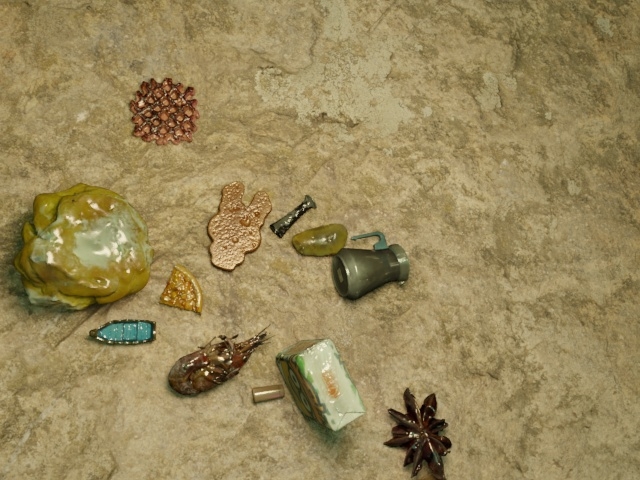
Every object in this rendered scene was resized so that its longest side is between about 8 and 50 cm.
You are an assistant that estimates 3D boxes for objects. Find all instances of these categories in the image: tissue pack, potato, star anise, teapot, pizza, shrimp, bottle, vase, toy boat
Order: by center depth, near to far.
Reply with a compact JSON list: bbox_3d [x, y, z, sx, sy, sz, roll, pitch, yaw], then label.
[{"bbox_3d":[-0.010,0.406,1.444,0.128,0.311,0.227,-26,85,-19],"label":"tissue pack"},{"bbox_3d":[-0.581,0.270,1.483,0.186,0.077,0.075,2,79,-11],"label":"toy boat"},{"bbox_3d":[-0.293,0.345,1.505,0.343,0.116,0.145,-27,99,-15],"label":"shrimp"},{"bbox_3d":[-0.160,0.470,1.540,0.097,0.045,0.045,-5,79,-13],"label":"bottle"},{"bbox_3d":[-0.438,0.159,1.553,0.131,0.041,0.178,-13,81,-12],"label":"pizza"},{"bbox_3d":[0.311,0.604,1.568,0.213,0.129,0.282,-16,73,-20],"label":"star anise"},{"bbox_3d":[0.159,0.078,1.628,0.226,0.171,0.203,-11,79,-20],"label":"teapot"},{"bbox_3d":[0.000,0.000,1.651,0.188,0.085,0.105,-6,77,-8],"label":"potato"},{"bbox_3d":[-0.089,-0.081,1.663,0.167,0.059,0.059,-42,89,-16],"label":"vase"}]

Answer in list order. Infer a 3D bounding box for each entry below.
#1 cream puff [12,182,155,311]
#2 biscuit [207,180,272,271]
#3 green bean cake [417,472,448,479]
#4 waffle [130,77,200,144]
[{"bbox_3d":[-0.690,0.024,1.437,0.379,0.276,0.377,9,76,-39],"label":"cream puff"},{"bbox_3d":[-0.273,-0.043,1.628,0.186,0.044,0.294,22,74,-2],"label":"biscuit"},{"bbox_3d":[0.344,0.775,1.505,0.109,0.179,0.085,-19,82,-17],"label":"green bean cake"},{"bbox_3d":[-0.513,-0.428,1.658,0.222,0.055,0.234,2,83,-12],"label":"waffle"}]
